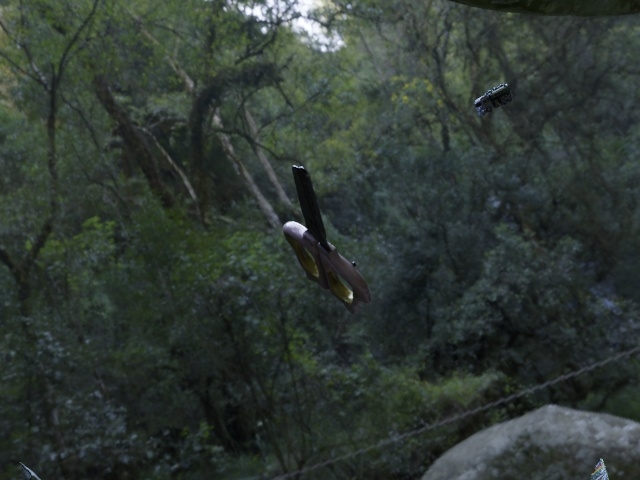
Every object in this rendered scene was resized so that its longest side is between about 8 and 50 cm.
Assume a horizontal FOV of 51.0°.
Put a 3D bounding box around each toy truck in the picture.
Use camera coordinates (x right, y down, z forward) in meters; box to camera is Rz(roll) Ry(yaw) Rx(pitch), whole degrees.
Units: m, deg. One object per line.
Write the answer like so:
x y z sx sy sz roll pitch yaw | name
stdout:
0.371 -0.302 1.437 0.083 0.044 0.039 -29 4 -12 | toy truck

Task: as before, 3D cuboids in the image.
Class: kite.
0.423 0.385 1.049 0.122 0.004 0.090 -41 -4 -31 | kite

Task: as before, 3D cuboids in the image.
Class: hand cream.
-0.535 0.519 1.311 0.042 0.194 0.067 -33 21 -30 | hand cream

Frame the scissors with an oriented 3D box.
0.000 0.000 0.842 0.024 0.160 0.317 -44 -26 -16 | scissors

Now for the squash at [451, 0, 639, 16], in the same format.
0.155 -0.226 0.502 0.189 0.189 0.260 -41 -30 23 | squash
